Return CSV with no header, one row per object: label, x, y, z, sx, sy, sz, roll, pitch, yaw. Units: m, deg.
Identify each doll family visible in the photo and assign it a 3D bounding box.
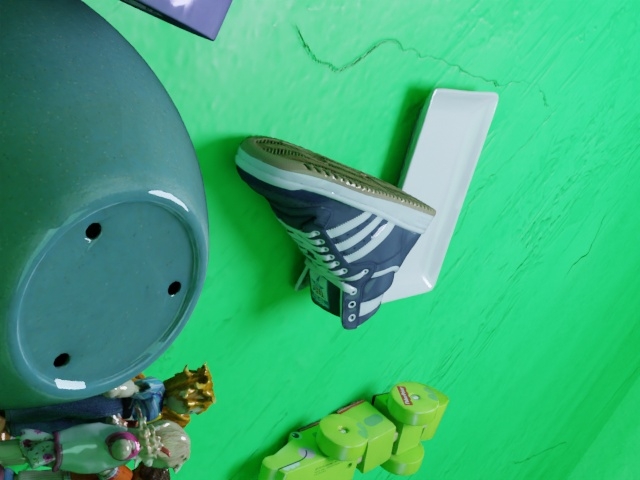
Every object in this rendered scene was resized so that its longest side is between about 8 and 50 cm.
doll family,-0.168,0.138,0.671,0.163,0.118,0.263,-3,158,-16

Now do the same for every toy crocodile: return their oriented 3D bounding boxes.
toy crocodile,0.049,0.258,1.115,0.340,0.105,0.115,-15,126,-40

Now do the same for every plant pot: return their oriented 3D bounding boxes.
plant pot,-0.184,-0.009,0.538,0.290,0.195,0.290,-30,135,-35

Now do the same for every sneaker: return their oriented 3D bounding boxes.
sneaker,0.000,0.000,0.856,0.282,0.099,0.153,15,107,-51

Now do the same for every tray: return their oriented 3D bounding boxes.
tray,0.126,-0.054,1.030,0.145,0.030,0.270,-7,120,-48

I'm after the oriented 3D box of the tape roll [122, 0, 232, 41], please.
tape roll,-0.130,-0.188,0.479,0.189,0.189,0.080,14,103,-54
